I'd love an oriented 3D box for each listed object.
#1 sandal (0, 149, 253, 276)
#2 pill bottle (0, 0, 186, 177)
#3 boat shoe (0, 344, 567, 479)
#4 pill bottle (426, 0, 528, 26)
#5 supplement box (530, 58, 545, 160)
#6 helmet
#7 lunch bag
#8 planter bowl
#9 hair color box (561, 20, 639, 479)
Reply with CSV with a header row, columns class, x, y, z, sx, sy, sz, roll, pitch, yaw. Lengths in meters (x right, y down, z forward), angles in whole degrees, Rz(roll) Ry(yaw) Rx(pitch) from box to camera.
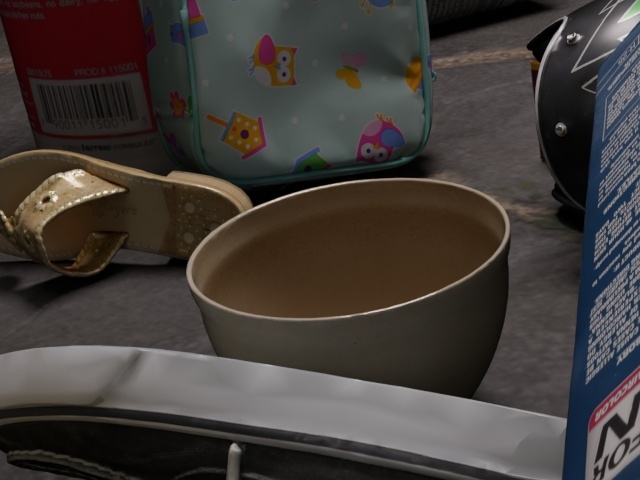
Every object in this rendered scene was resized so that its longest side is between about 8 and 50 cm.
class,x,y,z,sx,sy,sz,roll,pitch,yaw
sandal,-0.172,-0.012,0.850,0.240,0.088,0.079,3,20,16
pill bottle,-0.179,-0.269,1.032,0.229,0.408,0.229,-8,24,3
boat shoe,-0.012,0.112,0.481,0.306,0.105,0.113,8,-16,13
pill bottle,0.105,-0.321,1.343,0.283,0.161,0.161,-17,24,-15
supplement box,0.199,-0.106,0.917,0.055,0.083,0.043,-26,28,-33
helmet,0.214,-0.089,0.777,0.169,0.170,0.161,-12,7,-4
lunch bag,-0.021,-0.178,0.928,0.224,0.279,0.108,-9,9,-25
planter bowl,0.021,0.048,0.607,0.162,0.109,0.162,-9,23,4
hair color box,0.200,0.015,0.464,0.173,0.105,0.347,32,35,-7
